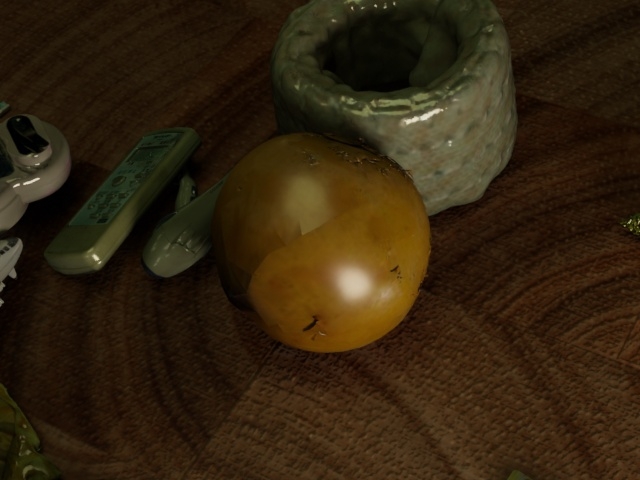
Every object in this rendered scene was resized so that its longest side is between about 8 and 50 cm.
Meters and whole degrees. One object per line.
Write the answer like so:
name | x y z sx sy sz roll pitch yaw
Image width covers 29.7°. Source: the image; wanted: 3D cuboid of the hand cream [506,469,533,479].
hand cream | 0.217 0.252 1.143 0.102 0.022 0.035 25 62 32

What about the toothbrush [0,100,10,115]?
toothbrush | -0.475 -0.135 1.589 0.017 0.014 0.162 39 63 18

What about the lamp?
lamp | -0.417 -0.063 1.455 0.246 0.108 0.179 -24 54 -14

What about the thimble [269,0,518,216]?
thimble | 0.092 -0.179 1.423 0.291 0.195 0.292 -4 50 5

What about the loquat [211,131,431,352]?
loquat | 0.000 0.000 1.259 0.235 0.235 0.235 -4 49 5

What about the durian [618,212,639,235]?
durian | 0.442 -0.053 1.341 0.215 0.086 0.100 -26 37 -11

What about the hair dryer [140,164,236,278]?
hair dryer | -0.131 -0.060 1.403 0.167 0.067 0.199 -33 31 34

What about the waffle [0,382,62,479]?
waffle | -0.399 0.225 1.237 0.204 0.054 0.223 -32 53 -18

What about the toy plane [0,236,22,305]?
toy plane | -0.405 0.060 1.374 0.162 0.066 0.171 32 59 31

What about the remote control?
remote control | -0.236 -0.051 1.446 0.098 0.038 0.233 0 43 42

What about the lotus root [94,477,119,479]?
lotus root | -0.193 0.292 1.115 0.095 0.135 0.159 -29 38 -14
